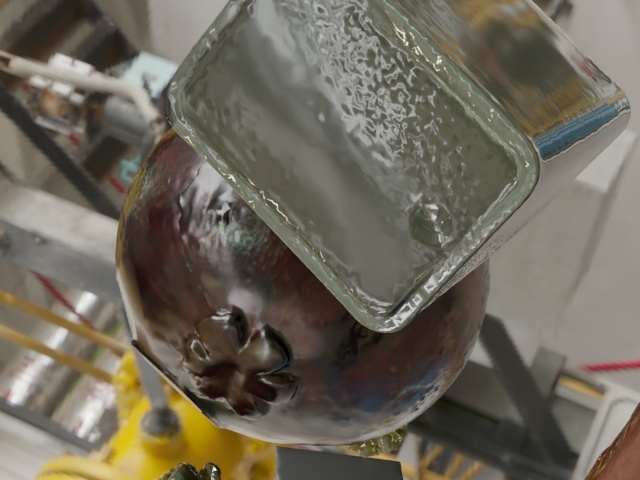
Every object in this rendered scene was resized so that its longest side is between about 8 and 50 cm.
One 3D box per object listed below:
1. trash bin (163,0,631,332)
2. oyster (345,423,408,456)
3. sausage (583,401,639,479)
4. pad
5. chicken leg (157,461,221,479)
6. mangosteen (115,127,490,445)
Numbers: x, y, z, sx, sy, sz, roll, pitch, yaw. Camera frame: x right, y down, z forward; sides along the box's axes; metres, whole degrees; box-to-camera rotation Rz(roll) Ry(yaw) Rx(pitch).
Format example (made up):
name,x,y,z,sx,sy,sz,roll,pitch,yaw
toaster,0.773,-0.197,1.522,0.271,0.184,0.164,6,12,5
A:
name,x,y,z,sx,sy,sz,roll,pitch,yaw
trash bin,0.061,-0.070,0.657,0.122,0.164,0.240,-48,-12,26
oyster,0.038,0.140,1.157,0.045,0.122,0.146,64,-172,-47
sausage,0.137,0.196,0.639,0.433,0.088,0.088,-63,-11,27
pad,0.030,0.347,1.453,0.245,0.170,0.006,-97,21,-48
chicken leg,-0.177,0.289,0.952,0.429,0.153,0.201,-47,14,41
mangosteen,-0.009,0.013,0.950,0.311,0.311,0.311,21,-90,-75
